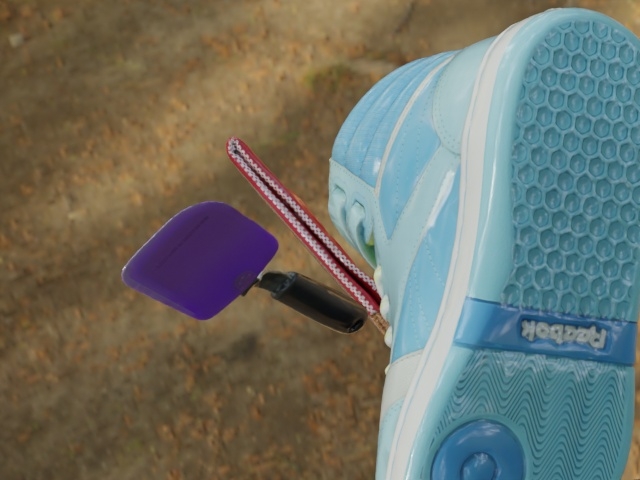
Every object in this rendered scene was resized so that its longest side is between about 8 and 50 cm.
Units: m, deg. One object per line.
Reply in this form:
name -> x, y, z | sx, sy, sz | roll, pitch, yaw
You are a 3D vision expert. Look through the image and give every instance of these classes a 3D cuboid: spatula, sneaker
spatula -> -0.033, 0.032, 1.117 | 0.084, 0.296, 0.030 | -45, 64, 11
sneaker -> 0.070, 0.041, 0.839 | 0.208, 0.127, 0.319 | 6, 80, 64

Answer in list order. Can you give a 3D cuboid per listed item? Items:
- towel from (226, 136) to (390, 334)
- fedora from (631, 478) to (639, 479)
towel -> 0.000, 0.000, 1.413 | 0.031, 0.275, 0.199 | -42, 82, -1
fedora -> 0.340, 0.338, 1.339 | 0.334, 0.152, 0.334 | 5, 68, -12
